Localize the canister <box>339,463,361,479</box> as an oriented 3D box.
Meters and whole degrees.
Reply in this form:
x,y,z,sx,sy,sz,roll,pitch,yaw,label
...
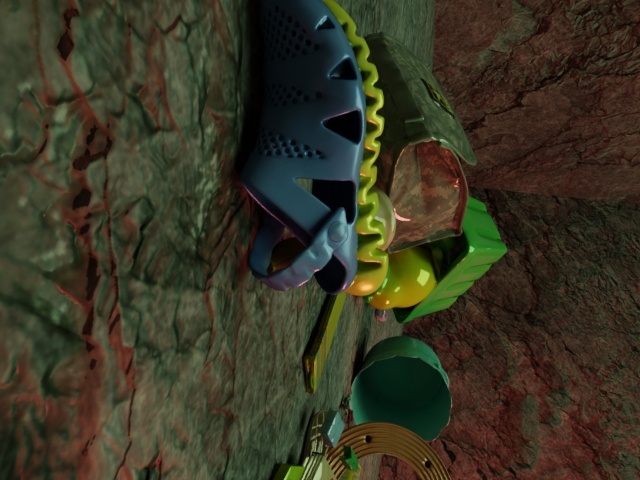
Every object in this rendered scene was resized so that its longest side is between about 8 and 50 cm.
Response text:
x,y,z,sx,sy,sz,roll,pitch,yaw,label
0.048,0.628,1.164,0.170,0.073,0.126,-42,139,-70,canister

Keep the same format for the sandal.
x,y,z,sx,sy,sz,roll,pitch,yaw,label
-0.017,-0.074,0.474,0.138,0.126,0.318,-18,109,-28,sandal

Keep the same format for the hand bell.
x,y,z,sx,sy,sz,roll,pitch,yaw,label
0.000,0.000,0.637,0.242,0.126,0.126,-30,127,-57,hand bell

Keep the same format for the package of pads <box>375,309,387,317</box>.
x,y,z,sx,sy,sz,roll,pitch,yaw,label
0.202,0.236,1.605,0.083,0.031,0.050,57,46,-68,package of pads

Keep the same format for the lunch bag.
x,y,z,sx,sy,sz,roll,pitch,yaw,label
0.139,-0.158,0.786,0.287,0.168,0.235,71,4,-58,lunch bag

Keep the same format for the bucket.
x,y,z,sx,sy,sz,roll,pitch,yaw,label
0.227,0.414,1.359,0.183,0.280,0.282,-41,137,-74,bucket

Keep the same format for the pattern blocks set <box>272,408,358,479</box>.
x,y,z,sx,sy,sz,roll,pitch,yaw,label
-0.024,0.455,0.772,0.325,0.026,0.286,-47,131,-47,pattern blocks set

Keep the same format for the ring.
x,y,z,sx,sy,sz,roll,pitch,yaw,label
0.112,0.525,0.925,0.032,0.336,0.337,135,-27,-63,ring

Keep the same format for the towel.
x,y,z,sx,sy,sz,roll,pitch,yaw,label
0.013,0.156,0.890,0.237,0.021,0.102,-66,164,-48,towel

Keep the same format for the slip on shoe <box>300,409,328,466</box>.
x,y,z,sx,sy,sz,roll,pitch,yaw,label
-0.010,0.379,0.882,0.041,0.051,0.136,-37,-143,50,slip on shoe

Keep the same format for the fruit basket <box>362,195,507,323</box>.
x,y,z,sx,sy,sz,roll,pitch,yaw,label
0.240,0.049,1.266,0.392,0.391,0.283,76,1,-54,fruit basket

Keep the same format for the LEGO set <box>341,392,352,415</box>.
x,y,z,sx,sy,sz,roll,pitch,yaw,label
0.062,0.406,1.204,0.083,0.023,0.054,99,9,-60,LEGO set
